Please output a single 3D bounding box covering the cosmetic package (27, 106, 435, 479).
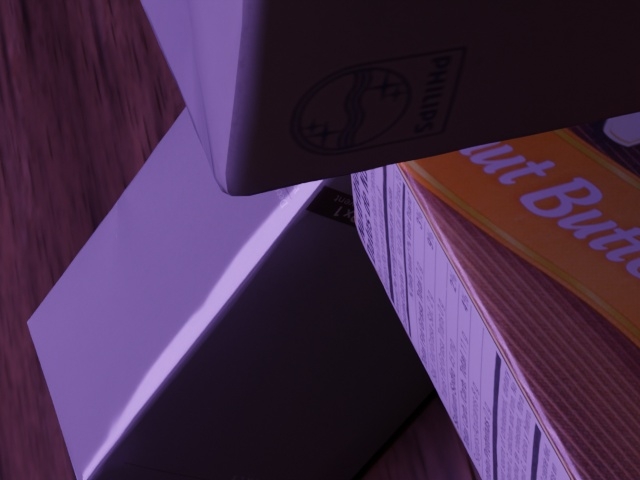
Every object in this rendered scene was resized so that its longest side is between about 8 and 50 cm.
[{"bbox_3d":[0.000,0.000,0.722,0.238,0.127,0.107,-54,42,26],"label":"cosmetic package"}]

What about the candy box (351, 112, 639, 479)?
[{"bbox_3d":[0.144,0.049,0.480,0.087,0.183,0.316,85,164,-47],"label":"candy box"}]

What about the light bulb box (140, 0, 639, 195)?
[{"bbox_3d":[0.098,-0.240,0.443,0.225,0.361,0.358,99,154,-50],"label":"light bulb box"}]
